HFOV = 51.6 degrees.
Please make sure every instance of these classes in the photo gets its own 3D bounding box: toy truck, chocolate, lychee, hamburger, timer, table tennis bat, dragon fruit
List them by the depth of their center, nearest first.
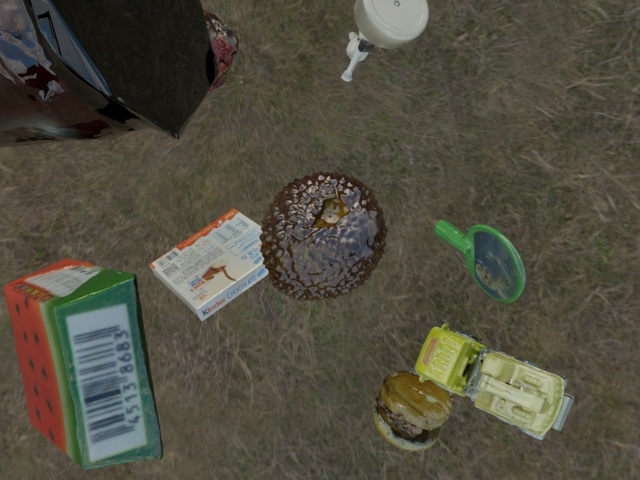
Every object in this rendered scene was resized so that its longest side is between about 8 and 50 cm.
[{"bbox_3d":[-0.357,-0.255,0.770,0.331,0.384,0.384,-20,106,17],"label":"chocolate"},{"bbox_3d":[0.301,0.246,1.185,0.157,0.272,0.124,30,84,-52],"label":"toy truck"},{"bbox_3d":[-0.464,0.234,1.283,0.161,0.341,0.361,-14,103,-40],"label":"chocolate"},{"bbox_3d":[0.314,0.026,1.325,0.039,0.257,0.161,-22,126,-20],"label":"table tennis bat"},{"bbox_3d":[0.000,0.000,1.345,0.267,0.267,0.268,-2,103,-6],"label":"lychee"},{"bbox_3d":[0.200,0.370,1.454,0.176,0.185,0.114,9,114,-7],"label":"hamburger"},{"bbox_3d":[0.126,-0.514,1.629,0.175,0.266,0.176,6,75,-22],"label":"timer"},{"bbox_3d":[-0.279,-0.498,1.653,0.148,0.223,0.219,-21,96,33],"label":"dragon fruit"}]

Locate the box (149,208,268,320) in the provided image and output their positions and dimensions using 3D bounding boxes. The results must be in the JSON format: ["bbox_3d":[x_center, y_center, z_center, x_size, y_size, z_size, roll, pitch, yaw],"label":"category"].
[{"bbox_3d":[-0.249,0.050,1.637,0.273,0.265,0.048,-35,129,-20],"label":"box"}]
